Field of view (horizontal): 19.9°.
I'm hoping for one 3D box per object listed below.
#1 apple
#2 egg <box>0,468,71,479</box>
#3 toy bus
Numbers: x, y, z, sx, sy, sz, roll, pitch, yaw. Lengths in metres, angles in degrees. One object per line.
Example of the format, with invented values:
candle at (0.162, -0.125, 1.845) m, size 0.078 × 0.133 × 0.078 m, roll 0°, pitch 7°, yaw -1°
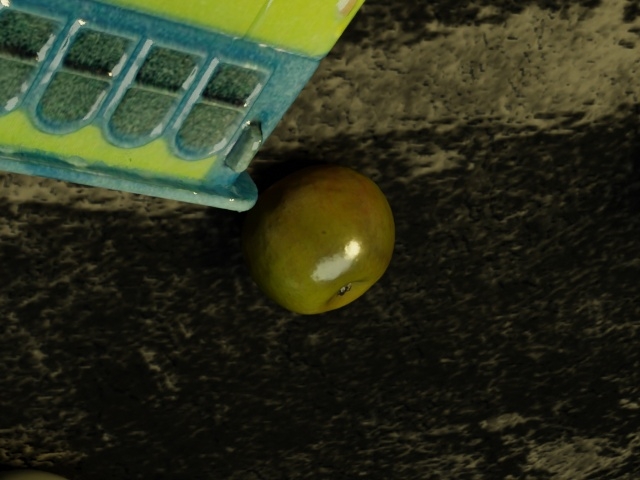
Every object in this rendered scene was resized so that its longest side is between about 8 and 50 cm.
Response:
apple at (0.000, 0.000, 1.036) m, size 0.089 × 0.074 × 0.089 m, roll -26°, pitch 161°, yaw -10°
egg at (-0.176, 0.194, 1.120) m, size 0.103 × 0.103 × 0.135 m, roll -36°, pitch 141°, yaw 10°
toy bus at (-0.127, -0.134, 0.733) m, size 0.312 × 0.152 × 0.190 m, roll 9°, pitch 122°, yaw -45°
